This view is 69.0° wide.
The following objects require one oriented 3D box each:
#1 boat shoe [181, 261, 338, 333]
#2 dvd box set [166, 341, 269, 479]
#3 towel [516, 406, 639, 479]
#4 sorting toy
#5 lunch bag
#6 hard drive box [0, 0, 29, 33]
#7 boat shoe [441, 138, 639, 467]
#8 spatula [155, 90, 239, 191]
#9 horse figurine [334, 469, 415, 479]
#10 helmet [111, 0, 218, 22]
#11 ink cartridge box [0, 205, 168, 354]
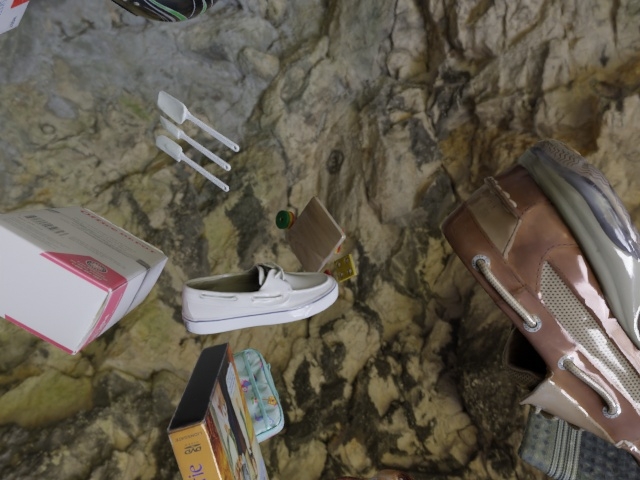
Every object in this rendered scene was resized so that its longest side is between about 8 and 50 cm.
[{"bbox_3d":[-0.094,0.079,0.770,0.267,0.088,0.096,-7,-154,-17],"label":"boat shoe"},{"bbox_3d":[-0.152,0.435,0.834,0.062,0.421,0.307,-14,-171,-2],"label":"dvd box set"},{"bbox_3d":[0.511,0.293,0.791,0.311,0.056,0.324,23,-124,13],"label":"towel"},{"bbox_3d":[0.000,0.000,1.047,0.132,0.046,0.275,-53,-127,27],"label":"sorting toy"},{"bbox_3d":[-0.239,0.478,1.423,0.223,0.108,0.279,-23,-117,-8],"label":"lunch bag"},{"bbox_3d":[-0.592,-0.385,0.746,0.181,0.089,0.232,-17,-148,44],"label":"hard drive box"},{"bbox_3d":[0.201,0.083,0.361,0.116,0.325,0.123,-29,-168,17],"label":"boat shoe"},{"bbox_3d":[-0.303,-0.234,1.119,0.242,0.168,0.019,35,-140,11],"label":"spatula"},{"bbox_3d":[0.171,0.727,1.323,0.263,0.066,0.175,-29,-113,13],"label":"horse figurine"},{"bbox_3d":[-0.184,-0.338,0.539,0.169,0.170,0.161,-20,-174,10],"label":"helmet"},{"bbox_3d":[-0.403,0.046,0.771,0.117,0.207,0.283,-59,-174,5],"label":"ink cartridge box"}]
